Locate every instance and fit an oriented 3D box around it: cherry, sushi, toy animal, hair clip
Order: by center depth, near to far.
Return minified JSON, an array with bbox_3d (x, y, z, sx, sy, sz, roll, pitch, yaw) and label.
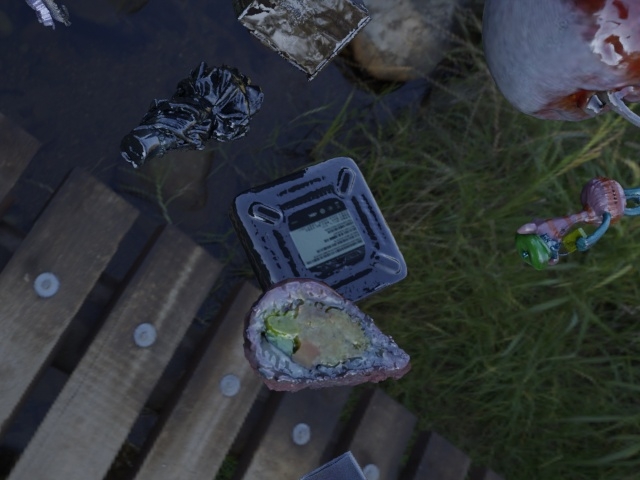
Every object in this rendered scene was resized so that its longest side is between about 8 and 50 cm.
[{"bbox_3d":[0.381,-0.026,1.161,0.208,0.103,0.100,-21,121,-6],"label":"toy animal"},{"bbox_3d":[0.006,0.133,1.199,0.241,0.107,0.161,-6,70,-6],"label":"sushi"},{"bbox_3d":[0.391,-0.339,1.239,0.291,0.326,0.335,-1,52,-19],"label":"cherry"},{"bbox_3d":[-0.487,-0.445,1.361,0.084,0.292,0.106,-33,70,-8],"label":"hair clip"}]

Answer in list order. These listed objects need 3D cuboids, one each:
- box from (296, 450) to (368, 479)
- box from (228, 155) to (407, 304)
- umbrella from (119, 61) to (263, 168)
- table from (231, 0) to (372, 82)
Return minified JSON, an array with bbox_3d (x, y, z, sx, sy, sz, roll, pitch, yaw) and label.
[{"bbox_3d":[0.058,0.480,1.378,0.120,0.069,0.224,-22,66,-22],"label":"box"},{"bbox_3d":[0.000,0.000,1.564,0.290,0.073,0.289,-22,84,-27],"label":"box"},{"bbox_3d":[-0.226,-0.230,1.435,0.336,0.128,0.154,-26,95,-55],"label":"umbrella"},{"bbox_3d":[-0.049,-0.434,1.491,0.193,0.172,0.169,31,28,-37],"label":"table"}]
